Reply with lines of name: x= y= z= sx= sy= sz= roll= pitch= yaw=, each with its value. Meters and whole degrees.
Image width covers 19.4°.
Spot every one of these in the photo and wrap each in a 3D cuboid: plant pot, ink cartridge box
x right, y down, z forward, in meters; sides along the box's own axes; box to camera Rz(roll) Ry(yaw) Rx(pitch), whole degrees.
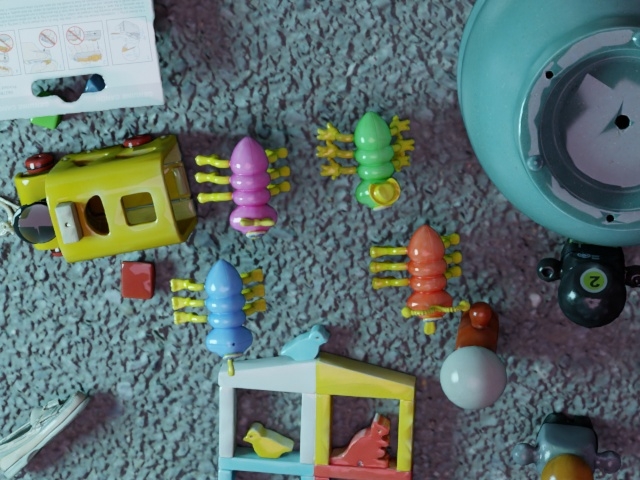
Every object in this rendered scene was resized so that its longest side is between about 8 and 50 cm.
plant pot: x=0.256 y=-0.118 z=1.596 sx=0.293 sy=0.196 sz=0.293 roll=3 pitch=109 yaw=7
ink cartridge box: x=-0.237 y=-0.230 z=1.697 sx=0.181 sy=0.056 sz=0.225 roll=-5 pitch=108 yaw=8

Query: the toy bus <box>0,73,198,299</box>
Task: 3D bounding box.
toy bus: x=-0.217 y=-0.031 z=1.736 sx=0.191 sy=0.104 sz=0.202 roll=32 pitch=109 yaw=-3

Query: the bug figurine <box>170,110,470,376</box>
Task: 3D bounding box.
bug figurine: x=0.000 y=0.000 z=1.689 sx=0.279 sy=0.072 sz=0.216 roll=-11 pitch=100 yaw=-12

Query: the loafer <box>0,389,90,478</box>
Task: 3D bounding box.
loafer: x=-0.281 y=0.186 z=1.853 sx=0.039 sy=0.045 sz=0.125 roll=46 pitch=111 yaw=-2

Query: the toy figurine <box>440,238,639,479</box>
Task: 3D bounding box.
toy figurine: x=0.235 y=0.119 z=1.704 sx=0.213 sy=0.148 sz=0.209 roll=-36 pitch=101 yaw=17

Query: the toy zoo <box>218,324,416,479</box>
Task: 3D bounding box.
toy zoo: x=-0.005 y=0.224 z=1.833 sx=0.192 sy=0.030 sz=0.293 roll=4 pitch=109 yaw=6
